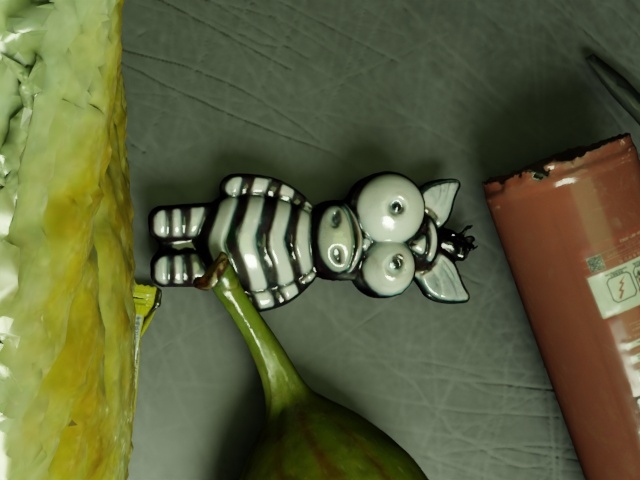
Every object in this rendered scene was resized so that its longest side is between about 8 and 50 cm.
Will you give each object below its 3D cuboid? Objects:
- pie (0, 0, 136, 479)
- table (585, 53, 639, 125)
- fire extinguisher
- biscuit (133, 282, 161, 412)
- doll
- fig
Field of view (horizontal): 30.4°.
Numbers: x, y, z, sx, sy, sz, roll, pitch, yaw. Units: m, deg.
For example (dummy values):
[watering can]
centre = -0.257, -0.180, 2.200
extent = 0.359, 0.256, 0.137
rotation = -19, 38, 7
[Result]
[pie]
centre = -0.171, 0.027, 0.549
extent = 0.181, 0.418, 0.395
rotation = 1, 89, -17
[table]
centre = 0.374, -0.090, 0.777
extent = 0.317, 0.317, 0.249
rotation = -23, 79, -11
[fire extinguisher]
centre = 0.213, 0.101, 0.759
extent = 0.107, 0.147, 0.336
rotation = -21, 91, -9
[biscuit]
centre = -0.144, 0.170, 0.747
extent = 0.048, 0.026, 0.291
rotation = 8, 86, -7
[doll]
centre = 0.000, 0.000, 0.762
extent = 0.220, 0.067, 0.091
rotation = -2, 87, -13
[fig]
centre = -0.020, 0.140, 0.729
extent = 0.151, 0.151, 0.259
rotation = -24, 76, -11
